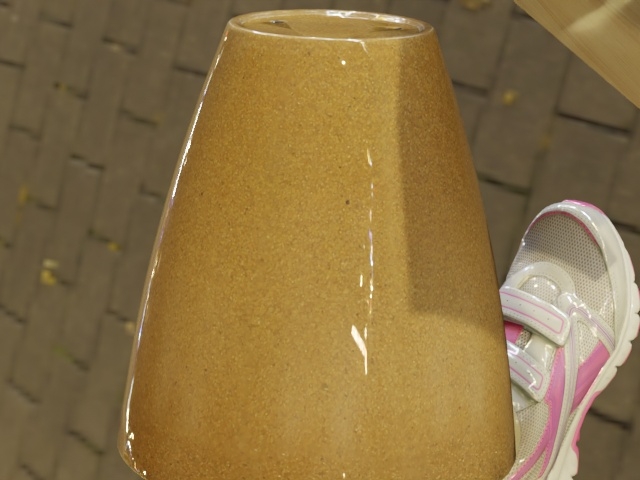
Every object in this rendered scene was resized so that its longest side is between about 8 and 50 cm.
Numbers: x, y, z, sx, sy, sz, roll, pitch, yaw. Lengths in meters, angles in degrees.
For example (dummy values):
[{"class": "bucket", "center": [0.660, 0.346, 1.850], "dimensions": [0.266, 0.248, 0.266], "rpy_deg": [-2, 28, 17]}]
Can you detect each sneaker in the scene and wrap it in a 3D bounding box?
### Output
[{"class": "sneaker", "center": [0.145, 0.089, 1.392], "dimensions": [0.103, 0.111, 0.252], "rpy_deg": [12, 84, 39]}]

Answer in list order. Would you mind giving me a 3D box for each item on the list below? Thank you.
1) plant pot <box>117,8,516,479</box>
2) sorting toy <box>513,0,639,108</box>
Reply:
[{"class": "plant pot", "center": [0.000, 0.000, 1.135], "dimensions": [0.237, 0.237, 0.254], "rpy_deg": [25, 118, 56]}, {"class": "sorting toy", "center": [0.199, -0.212, 1.140], "dimensions": [0.257, 0.089, 0.255], "rpy_deg": [42, 153, 10]}]
